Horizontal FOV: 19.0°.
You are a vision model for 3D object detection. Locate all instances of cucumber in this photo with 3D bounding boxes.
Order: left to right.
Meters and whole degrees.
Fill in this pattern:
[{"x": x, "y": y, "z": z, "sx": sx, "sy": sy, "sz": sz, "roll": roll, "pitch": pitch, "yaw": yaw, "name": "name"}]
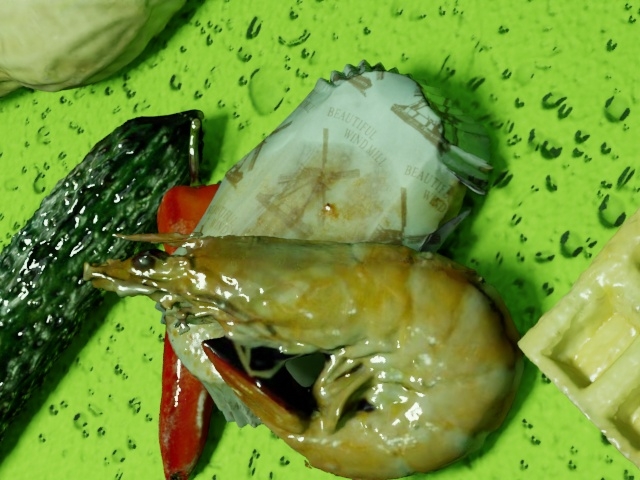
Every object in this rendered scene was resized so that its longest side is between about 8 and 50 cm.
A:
[{"x": -0.211, "y": 0.036, "z": 1.456, "sx": 0.359, "sy": 0.096, "sz": 0.096, "roll": -53, "pitch": 47, "yaw": 6, "name": "cucumber"}]

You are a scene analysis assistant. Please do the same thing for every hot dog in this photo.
[{"x": 0.000, "y": 0.000, "z": 1.306, "sx": 0.162, "sy": 0.082, "sz": 0.270, "roll": 37, "pitch": 87, "yaw": 22, "name": "hot dog"}]

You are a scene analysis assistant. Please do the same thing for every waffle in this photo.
[{"x": 0.245, "y": 0.081, "z": 1.092, "sx": 0.168, "sy": 0.057, "sz": 0.274, "roll": -49, "pitch": 47, "yaw": 8, "name": "waffle"}]

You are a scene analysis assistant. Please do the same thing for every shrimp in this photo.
[{"x": -0.014, "y": 0.071, "z": 1.222, "sx": 0.287, "sy": 0.063, "sz": 0.152, "roll": 8, "pitch": 93, "yaw": 5, "name": "shrimp"}]

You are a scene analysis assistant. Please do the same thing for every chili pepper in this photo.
[{"x": -0.089, "y": 0.040, "z": 1.378, "sx": 0.063, "sy": 0.071, "sz": 0.272, "roll": 2, "pitch": 71, "yaw": -3, "name": "chili pepper"}]

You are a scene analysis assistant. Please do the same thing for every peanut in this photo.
[{"x": -0.236, "y": -0.189, "z": 1.553, "sx": 0.313, "sy": 0.152, "sz": 0.152, "roll": -13, "pitch": 61, "yaw": 31, "name": "peanut"}]
